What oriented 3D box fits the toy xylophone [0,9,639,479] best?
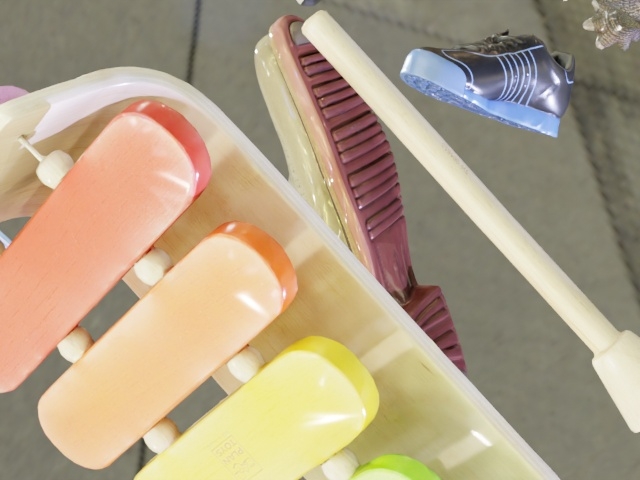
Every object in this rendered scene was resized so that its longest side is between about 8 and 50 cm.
[{"bbox_3d":[-0.010,0.051,0.677,0.323,0.236,0.081,42,48,5],"label":"toy xylophone"}]

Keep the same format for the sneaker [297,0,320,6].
[{"bbox_3d":[-0.021,-0.338,1.661,0.097,0.084,0.234,7,101,1],"label":"sneaker"}]

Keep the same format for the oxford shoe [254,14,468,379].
[{"bbox_3d":[0.000,0.000,1.395,0.123,0.130,0.348,-20,91,-65],"label":"oxford shoe"}]

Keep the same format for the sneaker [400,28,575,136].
[{"bbox_3d":[0.168,-0.169,1.748,0.232,0.081,0.090,14,93,-49],"label":"sneaker"}]

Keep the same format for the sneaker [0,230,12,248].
[{"bbox_3d":[-0.378,-0.083,1.661,0.319,0.127,0.208,41,41,-39],"label":"sneaker"}]

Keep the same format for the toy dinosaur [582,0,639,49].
[{"bbox_3d":[0.218,-0.156,0.924,0.313,0.160,0.121,3,96,-8],"label":"toy dinosaur"}]
